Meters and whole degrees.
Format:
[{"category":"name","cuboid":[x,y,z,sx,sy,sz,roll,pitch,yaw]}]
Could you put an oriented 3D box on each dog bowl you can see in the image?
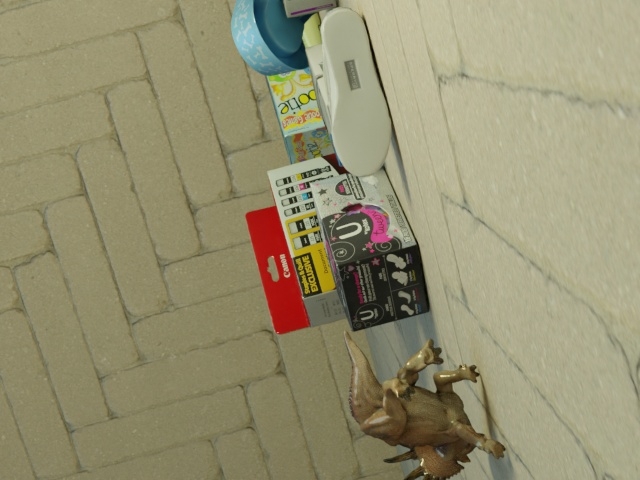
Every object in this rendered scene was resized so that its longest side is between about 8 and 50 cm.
[{"category":"dog bowl","cuboid":[-0.081,-0.425,2.006,0.166,0.074,0.297,39,-136,-35]}]

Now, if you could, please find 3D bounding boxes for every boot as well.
[{"category":"boot","cuboid":[0.055,-0.229,1.701,0.123,0.095,0.258,-64,-33,-84]}]

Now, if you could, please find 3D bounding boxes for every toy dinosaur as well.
[{"category":"toy dinosaur","cuboid":[0.123,0.248,1.504,0.200,0.296,0.127,-45,22,44]}]

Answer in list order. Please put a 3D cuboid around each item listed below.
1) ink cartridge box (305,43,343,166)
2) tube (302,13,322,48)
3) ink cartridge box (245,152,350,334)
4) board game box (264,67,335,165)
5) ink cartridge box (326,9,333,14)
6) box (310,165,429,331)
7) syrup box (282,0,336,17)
[{"category":"ink cartridge box","cuboid":[0.040,-0.244,1.915,0.190,0.082,0.139,-110,4,-49]},{"category":"tube","cuboid":[-0.017,-0.443,2.368,0.070,0.062,0.240,-33,-73,-46]},{"category":"ink cartridge box","cuboid":[0.000,0.000,2.144,0.130,0.272,0.309,77,176,-57]},{"category":"board game box","cuboid":[-0.037,-0.322,2.518,0.144,0.142,0.275,78,176,-59]},{"category":"ink cartridge box","cuboid":[0.033,-0.366,1.877,0.083,0.028,0.048,-110,4,-67]},{"category":"box","cuboid":[0.079,0.009,1.883,0.247,0.142,0.163,-109,3,-52]},{"category":"syrup box","cuboid":[-0.034,-0.485,1.849,0.237,0.096,0.093,82,175,-69]}]
